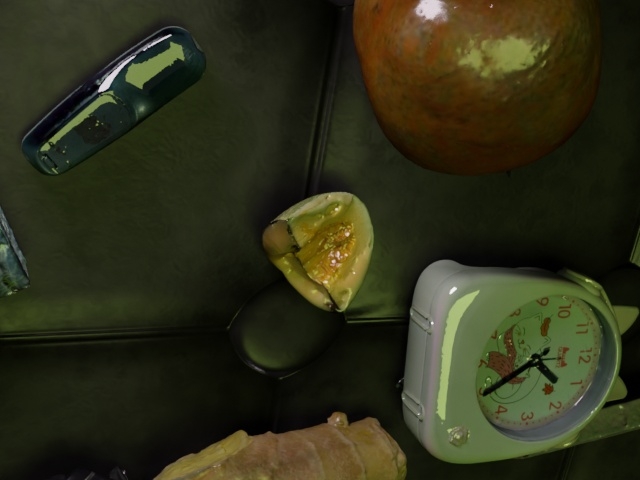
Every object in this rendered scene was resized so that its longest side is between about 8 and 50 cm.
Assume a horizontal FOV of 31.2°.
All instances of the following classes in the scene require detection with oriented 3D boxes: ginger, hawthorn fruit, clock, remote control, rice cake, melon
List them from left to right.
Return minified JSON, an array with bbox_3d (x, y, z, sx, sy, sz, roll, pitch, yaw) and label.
[{"bbox_3d":[-0.221,-0.146,1.229,0.222,0.042,0.072,-36,127,1],"label":"remote control"},{"bbox_3d":[-0.051,0.316,1.502,0.353,0.126,0.190,6,82,-19],"label":"ginger"},{"bbox_3d":[0.000,0.000,1.388,0.128,0.079,0.160,-43,126,-17],"label":"melon"},{"bbox_3d":[0.171,-0.190,1.243,0.267,0.268,0.301,-19,127,-11],"label":"hawthorn fruit"},{"bbox_3d":[0.275,0.157,1.541,0.324,0.108,0.265,-1,106,-20],"label":"clock"},{"bbox_3d":[0.414,0.266,1.686,0.297,0.106,0.050,-11,77,-16],"label":"rice cake"}]

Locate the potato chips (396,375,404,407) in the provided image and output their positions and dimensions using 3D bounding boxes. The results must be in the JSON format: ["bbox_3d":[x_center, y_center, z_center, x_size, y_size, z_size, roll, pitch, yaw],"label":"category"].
[{"bbox_3d":[0.187,0.231,1.619,0.142,0.026,0.209,-43,124,8],"label":"potato chips"}]

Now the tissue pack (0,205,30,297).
[{"bbox_3d":[-0.446,0.015,1.209,0.235,0.073,0.173,-24,124,-8],"label":"tissue pack"}]

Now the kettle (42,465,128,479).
[{"bbox_3d":[-0.272,0.428,1.396,0.290,0.207,0.268,50,48,-5],"label":"kettle"}]
